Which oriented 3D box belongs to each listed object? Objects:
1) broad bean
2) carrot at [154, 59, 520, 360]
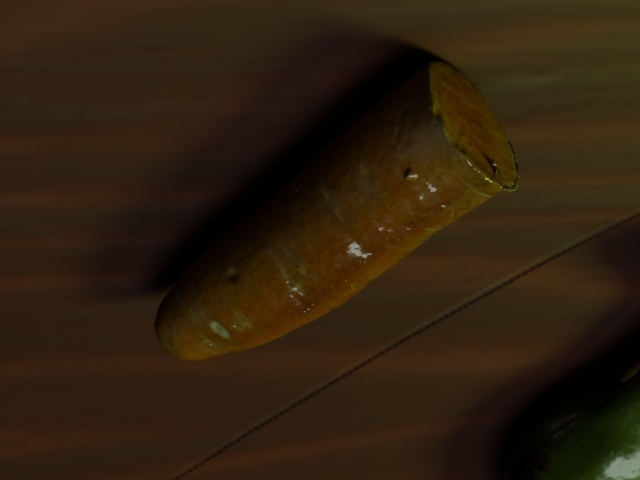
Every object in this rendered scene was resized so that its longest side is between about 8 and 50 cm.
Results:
[{"bbox_3d":[0.122,0.077,0.738,0.070,0.048,0.213,-3,143,-26],"label":"broad bean"},{"bbox_3d":[0.000,0.000,0.583,0.048,0.048,0.139,21,133,-42],"label":"carrot"}]
